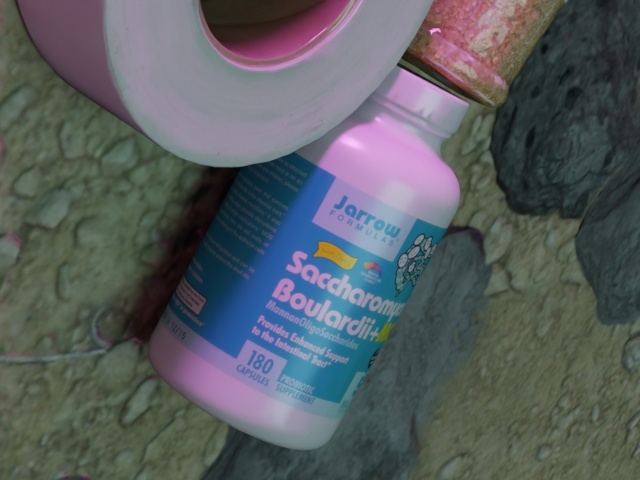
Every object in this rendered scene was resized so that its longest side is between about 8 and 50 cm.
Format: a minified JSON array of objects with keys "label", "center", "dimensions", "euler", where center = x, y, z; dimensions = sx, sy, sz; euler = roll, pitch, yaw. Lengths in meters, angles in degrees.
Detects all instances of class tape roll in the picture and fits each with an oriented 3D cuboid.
[{"label":"tape roll","center":[-0.047,-0.192,1.183],"dimensions":[0.286,0.100,0.286],"euler":[-27,134,-32]}]

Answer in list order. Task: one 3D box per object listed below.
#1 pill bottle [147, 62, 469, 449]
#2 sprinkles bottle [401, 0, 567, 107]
[{"label":"pill bottle","center":[0.000,0.000,1.335],"dimensions":[0.146,0.146,0.264],"euler":[19,102,-51]},{"label":"sprinkles bottle","center":[0.169,-0.268,1.342],"dimensions":[0.355,0.121,0.121],"euler":[-57,142,2]}]
